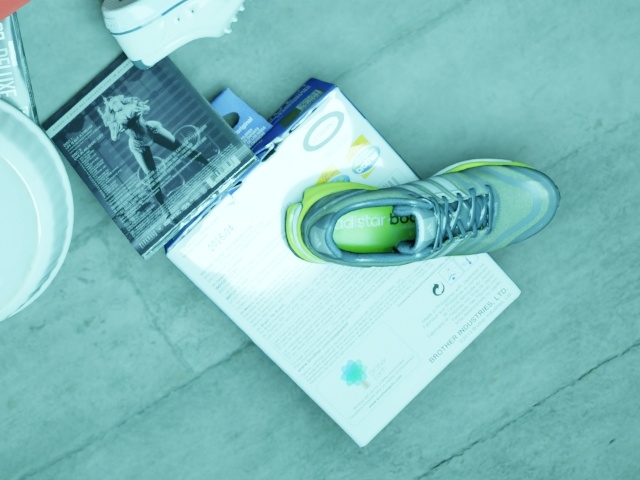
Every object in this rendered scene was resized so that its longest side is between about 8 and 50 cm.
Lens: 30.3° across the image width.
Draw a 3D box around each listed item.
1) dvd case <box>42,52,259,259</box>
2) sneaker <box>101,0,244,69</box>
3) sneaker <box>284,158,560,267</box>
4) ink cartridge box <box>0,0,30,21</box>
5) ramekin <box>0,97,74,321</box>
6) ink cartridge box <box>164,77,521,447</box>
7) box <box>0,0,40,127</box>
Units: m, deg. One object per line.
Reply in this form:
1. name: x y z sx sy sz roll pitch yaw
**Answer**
1. dvd case: -0.193 -0.108 1.310 0.164 0.018 0.221 -42 64 1
2. sneaker: -0.120 -0.282 1.325 0.258 0.094 0.091 -29 128 -9
3. sneaker: 0.118 -0.017 1.253 0.299 0.121 0.111 -11 103 -9
4. ink cartridge box: -0.319 -0.363 1.185 0.296 0.066 0.261 -42 128 -23
5. ramekin: -0.394 -0.022 1.229 0.272 0.127 0.273 -3 104 -10
6. ink cartridge box: 0.000 0.000 1.371 0.270 0.151 0.395 -44 107 -1
7. box: -0.433 -0.104 1.310 0.242 0.076 0.308 -11 104 -8
